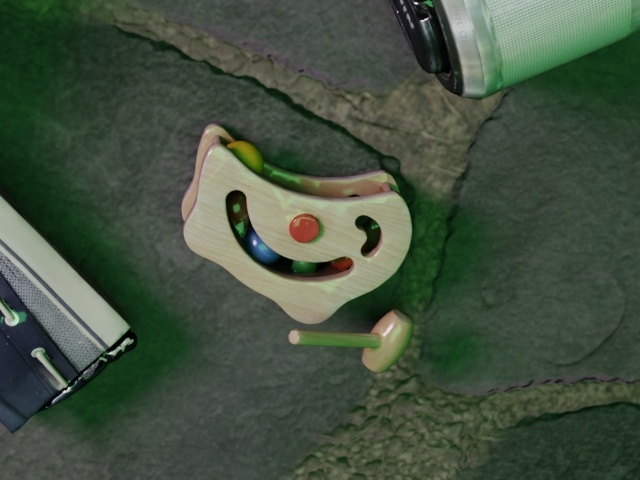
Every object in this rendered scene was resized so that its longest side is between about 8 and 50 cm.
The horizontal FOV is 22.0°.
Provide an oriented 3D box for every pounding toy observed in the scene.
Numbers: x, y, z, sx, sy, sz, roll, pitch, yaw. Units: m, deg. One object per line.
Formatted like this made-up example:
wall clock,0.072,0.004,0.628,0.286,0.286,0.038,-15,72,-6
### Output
pounding toy,0.000,0.000,1.512,0.269,0.155,0.154,34,103,-17

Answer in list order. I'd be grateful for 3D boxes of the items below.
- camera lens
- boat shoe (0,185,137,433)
camera lens,0.193,-0.263,1.434,0.274,0.219,0.219,-23,108,-3
boat shoe,-0.328,0.025,1.478,0.158,0.127,0.340,-43,109,-3
